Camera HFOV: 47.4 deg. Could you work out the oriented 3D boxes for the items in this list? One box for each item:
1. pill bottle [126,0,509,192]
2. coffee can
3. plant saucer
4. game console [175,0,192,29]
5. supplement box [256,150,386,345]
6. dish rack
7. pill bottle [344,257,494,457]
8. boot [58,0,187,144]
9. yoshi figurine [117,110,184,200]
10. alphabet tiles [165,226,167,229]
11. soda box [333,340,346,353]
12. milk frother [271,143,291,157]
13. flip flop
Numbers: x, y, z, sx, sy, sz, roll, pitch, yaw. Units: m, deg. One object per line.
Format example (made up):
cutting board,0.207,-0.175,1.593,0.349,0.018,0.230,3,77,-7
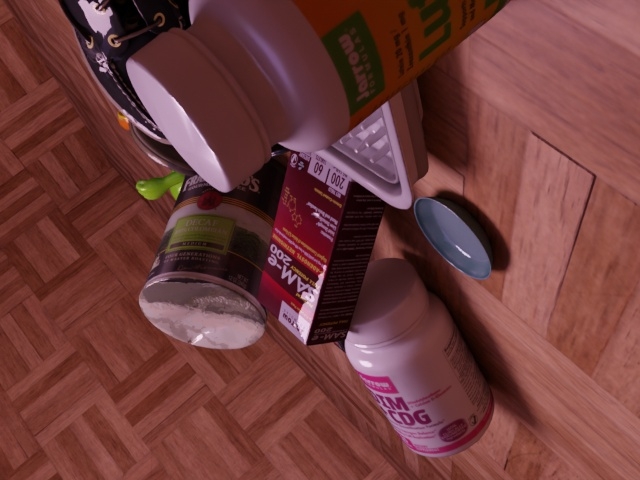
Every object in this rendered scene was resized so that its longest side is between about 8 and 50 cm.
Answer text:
pill bottle,0.002,-0.145,0.478,0.136,0.245,0.136,46,166,15
coffee can,-0.159,0.010,1.199,0.201,0.275,0.202,7,142,5
plant saucer,0.155,-0.008,0.828,0.119,0.021,0.119,45,165,15
game console,-0.210,-0.390,0.929,0.213,0.044,0.361,31,156,53
supplement box,0.000,0.000,0.946,0.130,0.073,0.240,36,120,44
dish rack,-0.014,-0.201,0.753,0.333,0.072,0.286,40,162,37
pill bottle,0.134,0.172,1.070,0.160,0.160,0.283,28,154,57
boot,-0.229,-0.294,0.803,0.378,0.138,0.284,65,170,-4
yoshi figurine,-0.274,-0.168,1.450,0.203,0.203,0.362,59,178,43
alphabet tiles,-0.160,0.021,1.431,0.278,0.284,0.021,26,113,34
soda box,0.032,0.175,1.623,0.060,0.053,0.169,32,158,52
milk frother,-0.090,-0.179,1.036,0.143,0.129,0.135,-16,123,27
flip flop,-0.252,-0.225,1.197,0.112,0.080,0.277,18,-134,-44
